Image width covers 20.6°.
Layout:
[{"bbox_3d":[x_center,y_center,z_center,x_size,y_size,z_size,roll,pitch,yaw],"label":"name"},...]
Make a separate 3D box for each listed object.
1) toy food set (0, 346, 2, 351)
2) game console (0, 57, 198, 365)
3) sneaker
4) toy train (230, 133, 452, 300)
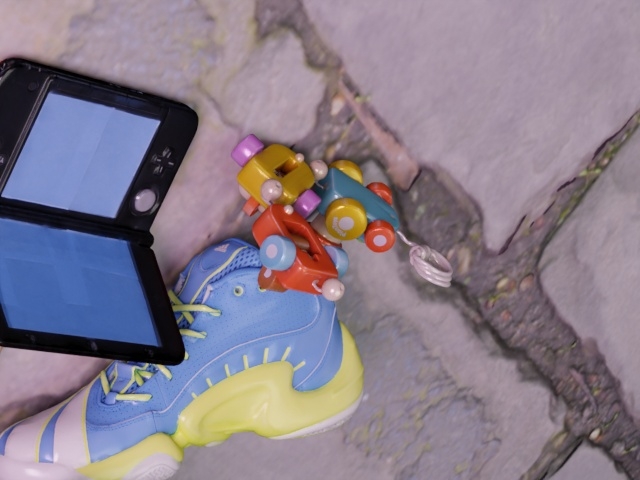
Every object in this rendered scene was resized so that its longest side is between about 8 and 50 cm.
[{"bbox_3d":[-0.202,0.054,0.928,0.083,0.020,0.083,-16,129,-38],"label":"toy food set"},{"bbox_3d":[-0.116,-0.013,0.915,0.144,0.085,0.124,12,109,-50],"label":"game console"},{"bbox_3d":[-0.086,0.066,1.027,0.240,0.091,0.126,-12,102,-34],"label":"sneaker"},{"bbox_3d":[0.000,0.000,1.023,0.046,0.125,0.166,-47,151,23],"label":"toy train"}]
